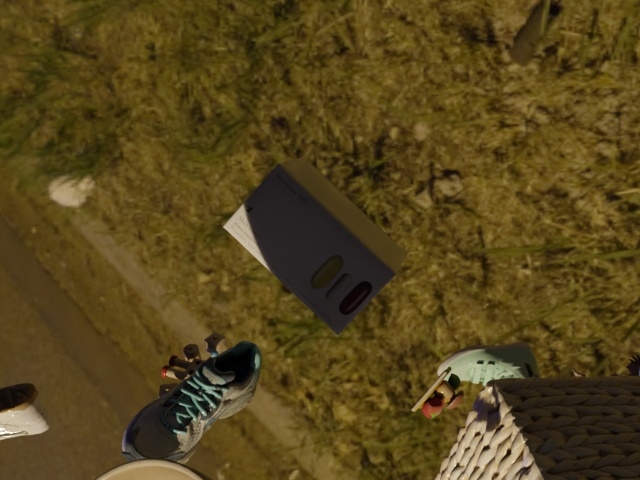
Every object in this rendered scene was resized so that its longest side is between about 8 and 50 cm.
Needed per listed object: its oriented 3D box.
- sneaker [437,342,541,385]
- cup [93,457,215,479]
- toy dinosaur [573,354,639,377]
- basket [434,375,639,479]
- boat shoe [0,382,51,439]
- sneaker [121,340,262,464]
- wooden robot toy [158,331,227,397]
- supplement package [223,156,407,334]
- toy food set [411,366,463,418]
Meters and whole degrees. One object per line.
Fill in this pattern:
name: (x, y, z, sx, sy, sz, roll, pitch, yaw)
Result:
sneaker: (0.428, 0.340, 1.993, 0.151, 0.255, 0.094, -106, 11, -47)
cup: (-0.140, 0.433, 0.897, 0.330, 0.237, 0.331, -16, 58, 28)
toy dinosaur: (0.728, 0.376, 1.912, 0.200, 0.296, 0.127, -18, 109, 16)
basket: (0.317, 0.356, 0.956, 0.266, 0.331, 0.329, -113, 33, -46)
boat shoe: (-0.595, 0.323, 1.408, 0.276, 0.098, 0.096, -11, 118, 24)
sneaker: (-0.193, 0.241, 1.240, 0.110, 0.283, 0.122, 37, 129, 13)
wooden robot toy: (-0.222, 0.237, 1.387, 0.076, 0.173, 0.079, 9, 126, 20)
supplement package: (0.000, 0.000, 1.378, 0.262, 0.204, 0.145, 43, 104, 2)
toy food set: (0.270, 0.351, 1.789, 0.071, 0.218, 0.128, 41, 92, 12)
